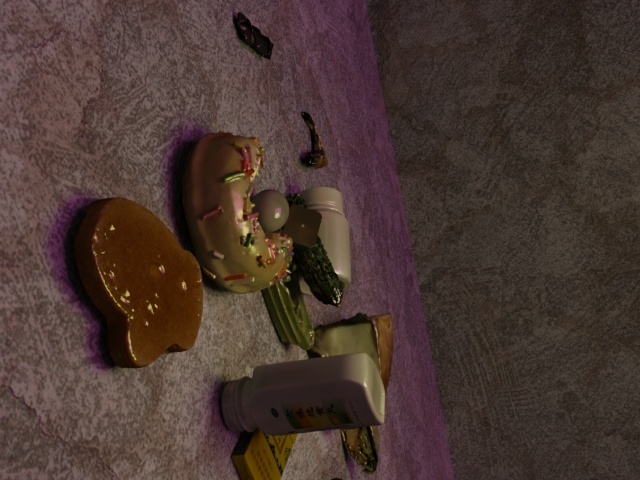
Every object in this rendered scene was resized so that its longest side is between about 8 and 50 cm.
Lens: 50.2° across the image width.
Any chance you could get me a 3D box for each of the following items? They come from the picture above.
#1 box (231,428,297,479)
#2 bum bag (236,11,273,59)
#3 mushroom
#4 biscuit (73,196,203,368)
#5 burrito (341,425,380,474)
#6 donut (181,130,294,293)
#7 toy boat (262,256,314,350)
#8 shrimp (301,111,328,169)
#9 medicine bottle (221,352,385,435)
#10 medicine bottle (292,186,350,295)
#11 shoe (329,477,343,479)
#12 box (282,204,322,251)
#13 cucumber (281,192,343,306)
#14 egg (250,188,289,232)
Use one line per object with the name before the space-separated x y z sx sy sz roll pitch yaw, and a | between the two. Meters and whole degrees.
box | -0.118 0.458 1.567 0.279 0.041 0.153 -61 135 -62
bum bag | -0.183 -0.581 1.951 0.198 0.049 0.087 17 58 -68
mushroom | 0.136 0.371 2.069 0.397 0.225 0.313 5 72 -71
biscuit | -0.311 0.089 1.186 0.343 0.057 0.287 51 32 -54
burrito | 0.133 0.547 2.150 0.175 0.107 0.347 54 25 -19
donut | -0.179 -0.055 1.506 0.307 0.150 0.370 -56 132 -64
toy boat | -0.088 0.152 1.768 0.111 0.084 0.276 -67 145 -63
shrimp | -0.035 -0.327 2.252 0.262 0.051 0.198 -46 116 -71
medicine bottle | -0.039 0.327 1.422 0.124 0.324 0.179 -82 156 -43
medicine bottle | 0.000 0.000 1.963 0.170 0.170 0.292 47 36 -57
shoe | 0.027 0.726 1.800 0.194 0.074 0.077 -76 161 -47
box | -0.050 -0.031 1.768 0.031 0.091 0.126 112 -7 -49
cucumber | -0.029 0.034 1.806 0.096 0.096 0.359 45 19 -59
egg | -0.130 -0.076 1.730 0.135 0.103 0.103 -79 152 -61
